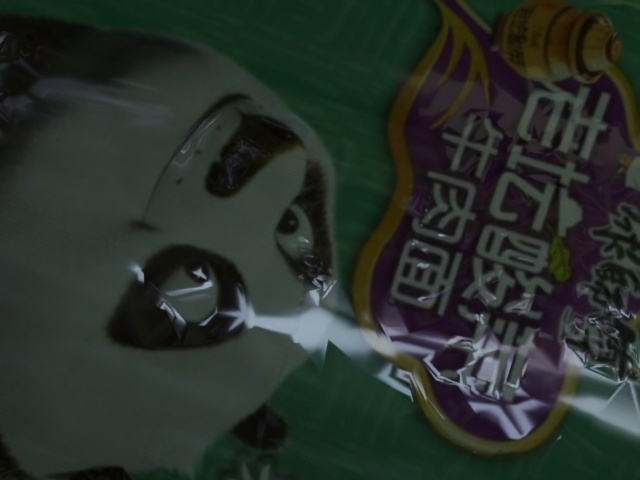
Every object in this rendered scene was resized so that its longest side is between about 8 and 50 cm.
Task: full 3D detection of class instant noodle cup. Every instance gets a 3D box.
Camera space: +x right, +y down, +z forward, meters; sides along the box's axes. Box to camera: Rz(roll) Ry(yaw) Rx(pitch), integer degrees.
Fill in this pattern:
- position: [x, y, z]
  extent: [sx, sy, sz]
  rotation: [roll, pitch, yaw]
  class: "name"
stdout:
- position: [0.000, 0.000, 0.461]
  extent: [0.190, 0.251, 0.251]
  rotation: [17, -172, 4]
  class: "instant noodle cup"
